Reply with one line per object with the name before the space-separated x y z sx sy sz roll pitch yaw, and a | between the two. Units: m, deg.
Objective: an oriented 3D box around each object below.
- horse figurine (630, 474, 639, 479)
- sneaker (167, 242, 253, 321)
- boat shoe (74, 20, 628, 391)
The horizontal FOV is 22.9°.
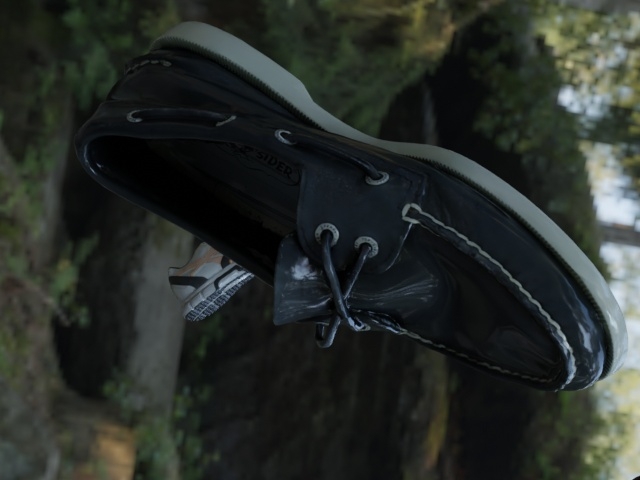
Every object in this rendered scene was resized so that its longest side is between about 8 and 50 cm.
horse figurine | 0.185 0.061 0.452 0.263 0.174 0.066 -49 -162 7
sneaker | -0.062 0.009 1.118 0.044 0.109 0.040 55 1 22
boat shoe | 0.000 -0.003 0.847 0.113 0.340 0.127 -38 152 -31
